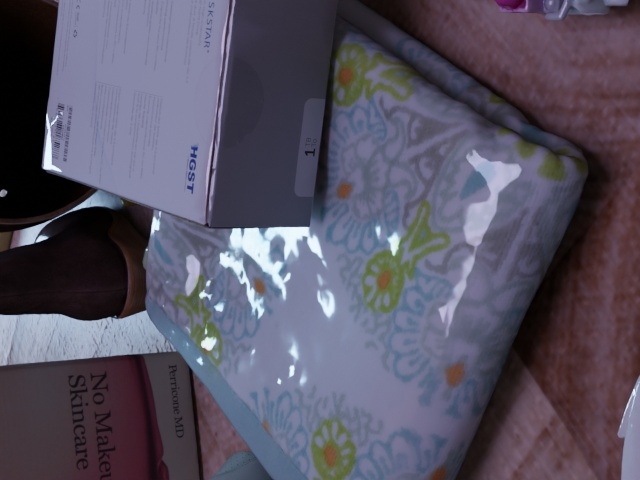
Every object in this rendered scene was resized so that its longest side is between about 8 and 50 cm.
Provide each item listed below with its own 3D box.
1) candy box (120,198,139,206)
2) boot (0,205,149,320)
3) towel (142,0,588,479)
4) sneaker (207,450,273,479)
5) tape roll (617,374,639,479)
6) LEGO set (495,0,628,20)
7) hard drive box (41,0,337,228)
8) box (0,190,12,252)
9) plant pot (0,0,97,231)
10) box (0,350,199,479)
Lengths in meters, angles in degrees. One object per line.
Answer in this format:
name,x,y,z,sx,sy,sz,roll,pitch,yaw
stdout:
candy box,-0.190,-0.144,1.256,0.105,0.027,0.205,-54,51,43
boot,-0.262,0.019,1.210,0.248,0.207,0.090,13,102,51
towel,0.000,0.000,0.971,0.374,0.090,0.320,42,124,42
sneaker,-0.009,0.275,1.005,0.094,0.151,0.256,-27,104,35
tape roll,0.278,0.128,0.612,0.286,0.100,0.286,5,96,52
LEGO set,0.139,-0.269,0.747,0.132,0.107,0.286,-2,94,44
hard drive box,-0.101,-0.117,0.959,0.232,0.089,0.181,19,105,50
box,-0.388,-0.056,1.520,0.164,0.021,0.201,41,122,43
plant pot,-0.312,-0.092,1.256,0.230,0.215,0.215,147,115,-64
box,-0.237,0.180,1.165,0.127,0.232,0.148,-13,81,51
